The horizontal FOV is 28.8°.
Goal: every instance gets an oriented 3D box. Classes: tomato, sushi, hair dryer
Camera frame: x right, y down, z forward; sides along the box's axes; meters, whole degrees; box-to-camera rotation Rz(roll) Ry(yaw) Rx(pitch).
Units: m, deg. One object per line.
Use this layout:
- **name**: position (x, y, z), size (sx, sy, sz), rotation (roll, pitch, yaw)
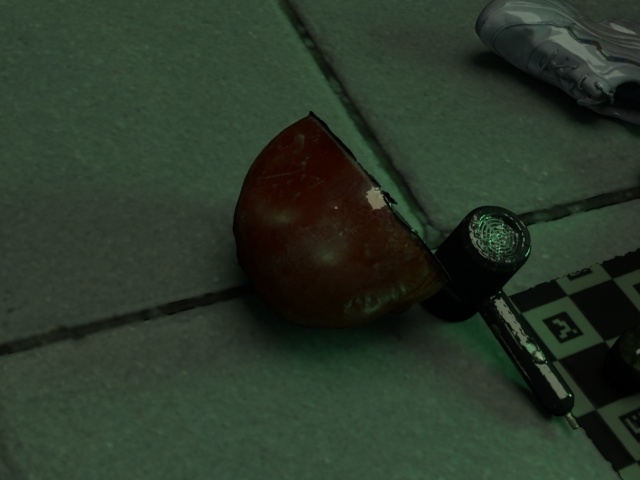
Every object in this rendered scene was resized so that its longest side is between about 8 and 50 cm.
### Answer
- **tomato**: position (0.000, 0.000, 1.164), size (0.155, 0.181, 0.214), rotation (-35, 36, -2)
- **sushi**: position (0.408, 0.118, 1.224), size (0.359, 0.064, 0.343), rotation (-18, 55, -26)
- **hair dryer**: position (0.184, 0.082, 1.177), size (0.071, 0.124, 0.219), rotation (-24, 75, -28)

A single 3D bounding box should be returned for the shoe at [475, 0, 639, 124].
- **shoe**: position (0.300, -0.210, 1.469), size (0.245, 0.095, 0.138), rotation (12, 44, -12)
